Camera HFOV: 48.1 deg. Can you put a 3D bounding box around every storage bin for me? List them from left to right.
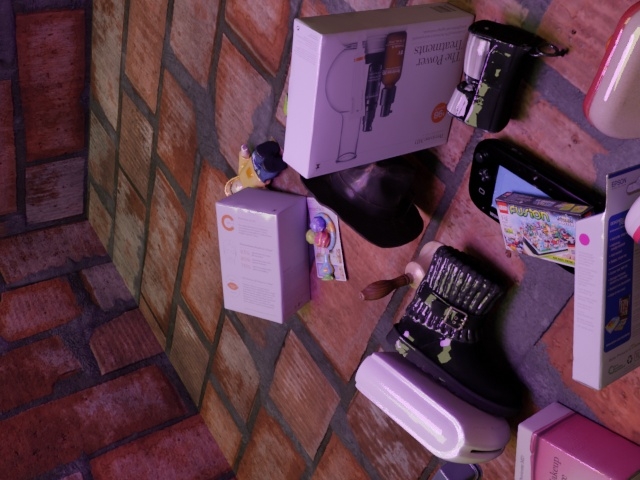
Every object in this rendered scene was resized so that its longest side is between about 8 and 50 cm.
[{"bbox_3d":[0.330,0.602,1.786,0.098,0.091,0.135,50,142,30],"label":"storage bin"}]

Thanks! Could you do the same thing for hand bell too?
[{"bbox_3d":[0.184,0.094,1.620,0.126,0.242,0.126,30,129,46],"label":"hand bell"}]

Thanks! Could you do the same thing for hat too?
[{"bbox_3d":[0.124,-0.136,1.563,0.331,0.331,0.134,54,125,26],"label":"hat"}]

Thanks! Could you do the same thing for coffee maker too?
[{"bbox_3d":[0.331,-0.294,1.329,0.171,0.120,0.178,42,138,37],"label":"coffee maker"}]

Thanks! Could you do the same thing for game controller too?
[{"bbox_3d":[0.408,-0.067,1.372,0.319,0.067,0.167,43,137,39],"label":"game controller"}]

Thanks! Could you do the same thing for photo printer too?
[{"bbox_3d":[0.256,0.365,1.562,0.307,0.256,0.107,36,103,37],"label":"photo printer"}]

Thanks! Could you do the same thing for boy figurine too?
[{"bbox_3d":[-0.211,-0.208,2.209,0.285,0.092,0.177,-31,82,54],"label":"boy figurine"}]

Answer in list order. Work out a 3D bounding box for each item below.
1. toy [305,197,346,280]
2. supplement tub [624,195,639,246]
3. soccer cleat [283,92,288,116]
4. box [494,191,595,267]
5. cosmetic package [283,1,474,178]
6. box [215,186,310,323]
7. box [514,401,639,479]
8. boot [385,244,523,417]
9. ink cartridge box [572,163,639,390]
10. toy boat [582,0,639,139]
[{"bbox_3d":[0.000,0.000,2.023,0.137,0.056,0.237,4,108,54],"label":"toy"},{"bbox_3d":[0.593,0.016,1.018,0.272,0.191,0.191,56,144,24],"label":"supplement tub"},{"bbox_3d":[-0.047,-0.353,1.923,0.179,0.060,0.072,31,128,50],"label":"soccer cleat"},{"bbox_3d":[0.413,-0.020,1.309,0.207,0.036,0.114,19,134,59],"label":"box"},{"bbox_3d":[0.114,-0.300,1.411,0.097,0.377,0.285,43,138,39],"label":"cosmetic package"},{"bbox_3d":[-0.166,0.039,2.124,0.215,0.168,0.345,12,117,28],"label":"box"},{"bbox_3d":[0.513,0.448,1.404,0.232,0.126,0.149,24,125,49],"label":"box"},{"bbox_3d":[0.340,0.197,1.544,0.348,0.131,0.260,33,103,3],"label":"boot"},{"bbox_3d":[0.498,0.049,1.190,0.069,0.175,0.371,23,123,51],"label":"ink cartridge box"},{"bbox_3d":[0.491,-0.276,1.111,0.151,0.150,0.231,-98,16,-51],"label":"toy boat"}]
